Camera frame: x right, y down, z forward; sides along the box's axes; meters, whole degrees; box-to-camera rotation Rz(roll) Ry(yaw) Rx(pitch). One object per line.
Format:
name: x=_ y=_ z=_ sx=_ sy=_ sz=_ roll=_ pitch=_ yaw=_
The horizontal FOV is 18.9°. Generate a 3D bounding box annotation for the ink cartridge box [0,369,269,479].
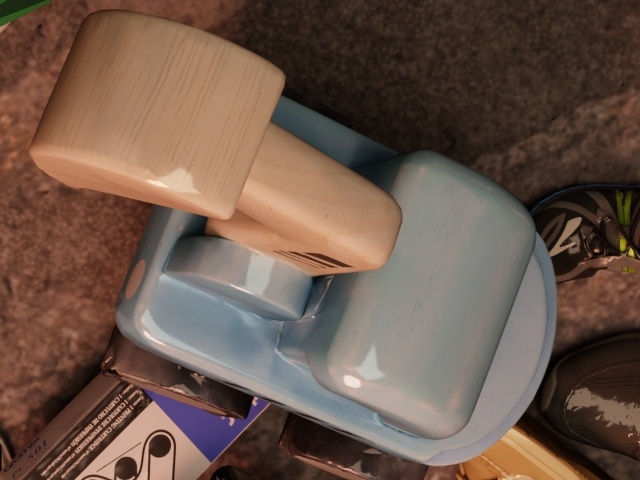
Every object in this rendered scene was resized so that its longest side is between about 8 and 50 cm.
ink cartridge box: x=-0.122 y=0.131 z=1.377 sx=0.207 sy=0.046 sz=0.097 roll=-45 pitch=112 yaw=-13

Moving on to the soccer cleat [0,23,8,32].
soccer cleat: x=-0.274 y=-0.131 z=1.263 sx=0.331 sy=0.116 sz=0.143 roll=-34 pitch=136 yaw=-5

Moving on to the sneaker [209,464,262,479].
sneaker: x=-0.037 y=0.209 z=1.394 sx=0.234 sy=0.078 sz=0.106 roll=-9 pitch=84 yaw=-50

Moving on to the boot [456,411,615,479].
boot: x=0.117 y=0.230 z=1.469 sx=0.262 sy=0.095 sz=0.203 roll=37 pitch=97 yaw=-26

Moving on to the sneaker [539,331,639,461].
sneaker: x=0.301 y=0.138 z=1.476 sx=0.267 sy=0.106 sz=0.101 roll=9 pitch=106 yaw=-15

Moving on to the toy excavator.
toy excavator: x=0.000 y=0.000 z=1.151 sx=0.433 sy=0.445 sz=0.222 roll=25 pitch=79 yaw=-21

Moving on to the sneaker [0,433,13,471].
sneaker: x=-0.239 y=0.209 z=1.360 sx=0.079 sy=0.121 sz=0.217 roll=-27 pitch=111 yaw=-5

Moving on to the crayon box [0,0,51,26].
crayon box: x=-0.259 y=-0.301 z=1.139 sx=0.313 sy=0.106 sz=0.363 roll=-27 pitch=89 yaw=-3

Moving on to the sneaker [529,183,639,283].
sneaker: x=0.230 y=-0.006 z=1.425 sx=0.188 sy=0.078 sz=0.067 roll=-11 pitch=109 yaw=-10
